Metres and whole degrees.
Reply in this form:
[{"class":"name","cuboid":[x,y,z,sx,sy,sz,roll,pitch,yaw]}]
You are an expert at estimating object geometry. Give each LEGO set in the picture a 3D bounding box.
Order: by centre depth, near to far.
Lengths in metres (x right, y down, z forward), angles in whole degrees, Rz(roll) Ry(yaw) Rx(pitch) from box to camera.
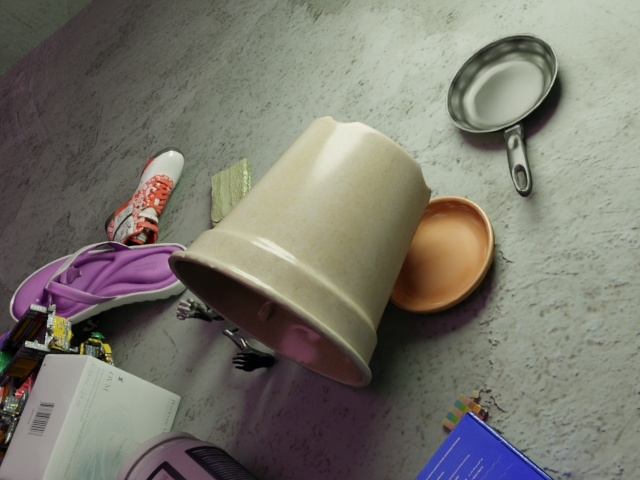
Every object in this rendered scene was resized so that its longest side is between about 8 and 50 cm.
[{"class":"LEGO set","cuboid":[-0.499,0.276,1.387,0.192,0.255,0.331,-43,32,35]}]

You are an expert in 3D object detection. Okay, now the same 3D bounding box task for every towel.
[{"class":"towel","cuboid":[-0.192,-0.105,1.546,0.110,0.027,0.148,-26,48,25]}]

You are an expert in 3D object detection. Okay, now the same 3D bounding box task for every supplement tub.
[{"class":"supplement tub","cuboid":[-0.166,0.411,1.044,0.272,0.191,0.191,20,77,47]}]

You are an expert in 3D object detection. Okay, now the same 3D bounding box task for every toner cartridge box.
[{"class":"toner cartridge box","cuboid":[0.143,0.397,0.868,0.347,0.075,0.165,-52,40,0]}]

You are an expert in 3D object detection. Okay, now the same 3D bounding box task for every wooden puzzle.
[{"class":"wooden puzzle","cuboid":[0.196,0.242,0.979,0.049,0.006,0.083,31,85,48]}]

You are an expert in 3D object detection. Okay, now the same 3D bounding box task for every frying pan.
[{"class":"frying pan","cuboid":[0.323,-0.216,1.151,0.197,0.053,0.326,-41,45,12]}]

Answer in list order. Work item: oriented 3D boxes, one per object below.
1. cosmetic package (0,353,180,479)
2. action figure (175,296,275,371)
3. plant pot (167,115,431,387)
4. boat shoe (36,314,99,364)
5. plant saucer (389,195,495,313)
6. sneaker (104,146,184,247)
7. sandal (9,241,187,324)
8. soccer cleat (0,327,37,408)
[{"class":"cosmetic package","cuboid":[-0.397,0.344,1.268,0.138,0.225,0.224,-5,60,36]},{"class":"action figure","cuboid":[-0.163,0.103,1.296,0.164,0.141,0.276,-51,45,4]},{"class":"plant pot","cuboid":[0.000,0.000,1.070,0.334,0.334,0.305,13,63,45]},{"class":"boat shoe","cuboid":[-0.554,0.184,1.622,0.303,0.114,0.091,-33,83,7]},{"class":"plant saucer","cuboid":[0.182,0.025,1.119,0.200,0.037,0.199,-23,50,30]},{"class":"sneaker","cuboid":[-0.385,-0.078,1.653,0.270,0.090,0.145,-49,43,8]},{"class":"sandal","cuboid":[-0.472,0.069,1.517,0.417,0.102,0.169,-15,56,5]},{"class":"soccer cleat","cuboid":[-0.696,0.313,1.649,0.116,0.108,0.318,-44,40,3]}]
